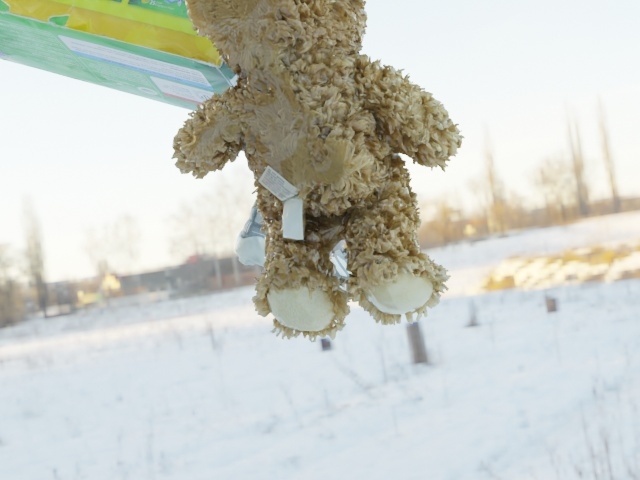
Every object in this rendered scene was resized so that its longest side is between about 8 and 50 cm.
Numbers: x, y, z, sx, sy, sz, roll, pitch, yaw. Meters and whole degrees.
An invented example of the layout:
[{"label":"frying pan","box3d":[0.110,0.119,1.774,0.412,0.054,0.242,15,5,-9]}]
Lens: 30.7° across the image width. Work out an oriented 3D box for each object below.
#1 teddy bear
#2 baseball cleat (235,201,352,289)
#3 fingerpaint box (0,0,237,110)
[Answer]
[{"label":"teddy bear","box3d":[-0.001,-0.079,0.981,0.245,0.338,0.113,-30,-2,30]},{"label":"baseball cleat","box3d":[0.000,0.000,1.312,0.206,0.109,0.072,13,14,-46]},{"label":"fingerpaint box","box3d":[-0.208,-0.361,1.267,0.444,0.371,0.163,16,-13,19]}]
